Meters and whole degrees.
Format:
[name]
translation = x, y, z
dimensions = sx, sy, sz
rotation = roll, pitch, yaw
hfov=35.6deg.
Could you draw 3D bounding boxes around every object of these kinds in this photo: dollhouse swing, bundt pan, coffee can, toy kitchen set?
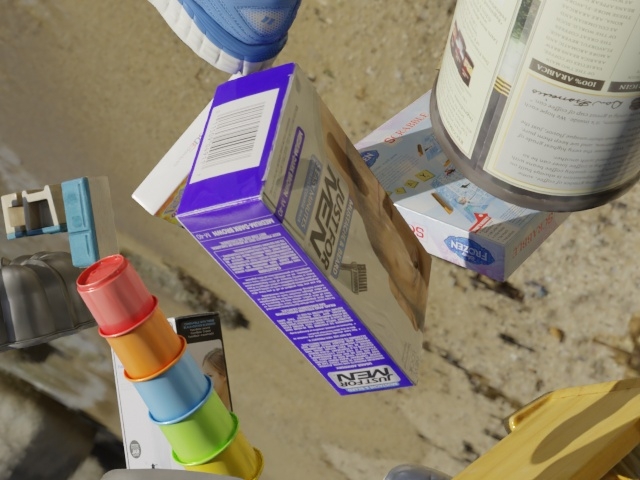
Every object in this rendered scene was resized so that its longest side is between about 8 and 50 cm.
[dollhouse swing]
translation = 0.417, 0.369, 1.454
dimensions = 0.315, 0.305, 0.347
rotation = 47, 152, -8
[bundt pan]
translation = -0.510, 0.094, 1.598
dimensions = 0.330, 0.124, 0.331
rotation = -8, -174, 1
[coffee can]
translation = 0.205, -0.179, 0.767
dimensions = 0.201, 0.202, 0.275
rotation = 23, 149, 9
[toy kitchen set]
translation = -0.410, -0.010, 1.363
dimensions = 0.207, 0.122, 0.166
rotation = -8, -178, 41

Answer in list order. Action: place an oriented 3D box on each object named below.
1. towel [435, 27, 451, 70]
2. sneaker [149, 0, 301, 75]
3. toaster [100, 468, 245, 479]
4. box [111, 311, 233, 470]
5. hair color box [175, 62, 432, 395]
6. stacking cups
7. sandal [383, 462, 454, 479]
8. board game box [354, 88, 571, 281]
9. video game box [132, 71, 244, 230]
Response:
[towel]
translation = 0.316, -0.473, 2.081
dimensions = 0.040, 0.272, 0.370
rotation = 21, -170, -2
[sneaker]
translation = -0.151, -0.317, 0.989
dimensions = 0.330, 0.130, 0.147
rotation = 34, 131, -9
[toaster]
translation = -0.148, 0.323, 1.006
dimensions = 0.168, 0.186, 0.110
rotation = 4, 134, 4
[box]
translation = -0.211, 0.257, 1.452
dimensions = 0.169, 0.290, 0.087
rotation = -12, 174, 44
[hair color box]
translation = 0.000, 0.000, 1.066
dimensions = 0.110, 0.185, 0.339
rotation = -11, 138, 27
[stacking cups]
translation = -0.167, 0.157, 1.139
dimensions = 0.096, 0.096, 0.316
rotation = 5, 128, 45
[sandal]
translation = 0.278, 0.524, 1.689
dimensions = 0.416, 0.169, 0.102
rotation = 34, -171, 7
[board game box]
translation = 0.210, -0.096, 1.451
dimensions = 0.318, 0.318, 0.066
rotation = 24, 134, 33
[video game box]
translation = -0.131, -0.105, 1.300
dimensions = 0.048, 0.205, 0.187
rotation = 41, -178, 19
